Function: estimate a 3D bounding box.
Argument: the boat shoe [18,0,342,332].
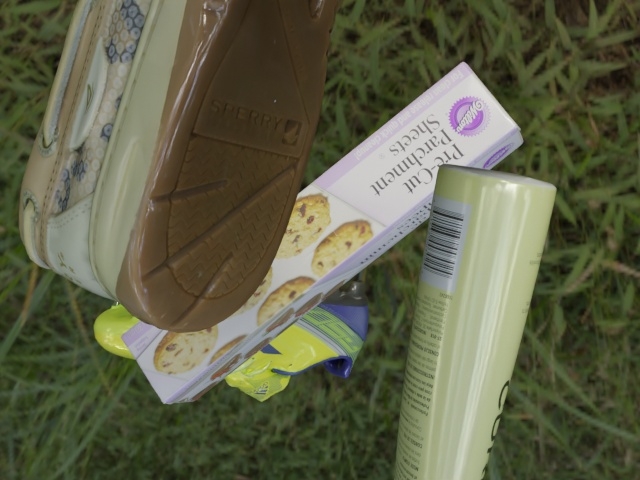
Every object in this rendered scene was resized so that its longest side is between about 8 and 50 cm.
[{"bbox_3d":[-0.037,-0.115,0.393,0.089,0.104,0.285,18,88,34],"label":"boat shoe"}]

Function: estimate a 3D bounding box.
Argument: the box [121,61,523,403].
[{"bbox_3d":[0.000,0.000,0.821,0.324,0.063,0.067,-38,76,8],"label":"box"}]

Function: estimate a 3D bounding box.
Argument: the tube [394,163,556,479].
[{"bbox_3d":[0.069,0.082,0.583,0.062,0.070,0.240,16,98,36],"label":"tube"}]

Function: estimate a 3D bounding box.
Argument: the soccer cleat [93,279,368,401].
[{"bbox_3d":[-0.069,0.094,1.009,0.093,0.289,0.121,16,104,47],"label":"soccer cleat"}]
